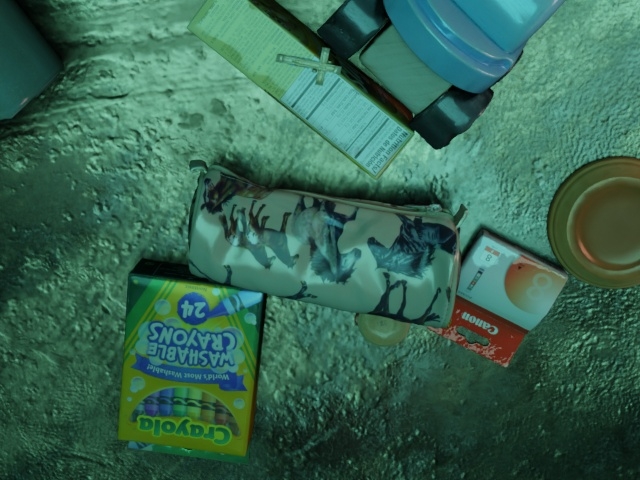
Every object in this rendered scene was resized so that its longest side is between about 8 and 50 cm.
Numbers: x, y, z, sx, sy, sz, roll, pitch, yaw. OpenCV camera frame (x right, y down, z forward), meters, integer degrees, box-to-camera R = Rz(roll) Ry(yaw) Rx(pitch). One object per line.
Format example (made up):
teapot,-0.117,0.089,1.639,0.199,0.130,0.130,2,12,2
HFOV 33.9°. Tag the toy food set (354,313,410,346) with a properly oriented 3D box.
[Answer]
toy food set,0.095,0.122,1.597,0.082,0.020,0.083,-20,104,9

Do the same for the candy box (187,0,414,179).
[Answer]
candy box,-0.019,-0.226,1.422,0.316,0.183,0.087,37,105,-7

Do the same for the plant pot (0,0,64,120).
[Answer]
plant pot,-0.546,-0.272,1.386,0.341,0.341,0.334,-37,108,12

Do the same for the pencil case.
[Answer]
pencil case,0.000,0.000,1.497,0.410,0.160,0.184,11,96,0

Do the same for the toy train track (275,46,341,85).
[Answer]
toy train track,-0.015,-0.222,1.320,0.083,0.014,0.048,11,104,0

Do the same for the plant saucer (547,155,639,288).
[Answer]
plant saucer,0.433,-0.021,1.526,0.200,0.037,0.200,1,105,4

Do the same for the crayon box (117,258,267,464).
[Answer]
crayon box,-0.197,0.204,1.607,0.203,0.083,0.323,7,106,2

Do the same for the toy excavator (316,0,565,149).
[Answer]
toy excavator,0.266,-0.382,1.322,0.222,0.433,0.445,45,132,-8

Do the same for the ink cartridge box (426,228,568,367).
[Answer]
ink cartridge box,0.261,0.092,1.566,0.145,0.045,0.179,26,103,-3
